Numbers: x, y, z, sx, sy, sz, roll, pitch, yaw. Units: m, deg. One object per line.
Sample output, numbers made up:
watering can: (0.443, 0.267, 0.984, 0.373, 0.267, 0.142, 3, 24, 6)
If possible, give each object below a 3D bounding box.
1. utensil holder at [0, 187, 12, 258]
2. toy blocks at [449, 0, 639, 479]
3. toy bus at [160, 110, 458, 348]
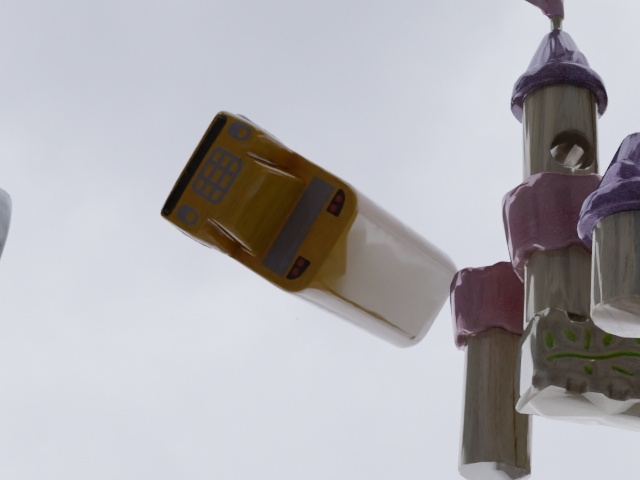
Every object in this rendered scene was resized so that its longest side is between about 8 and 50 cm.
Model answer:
utensil holder: (-0.509, 0.001, 1.147, 0.385, 0.327, 0.328, 30, -94, -23)
toy blocks: (0.236, -0.021, 0.704, 0.288, 0.309, 0.260, 9, -119, -3)
toy bus: (0.000, 0.000, 1.172, 0.130, 0.332, 0.108, 32, -89, 29)
